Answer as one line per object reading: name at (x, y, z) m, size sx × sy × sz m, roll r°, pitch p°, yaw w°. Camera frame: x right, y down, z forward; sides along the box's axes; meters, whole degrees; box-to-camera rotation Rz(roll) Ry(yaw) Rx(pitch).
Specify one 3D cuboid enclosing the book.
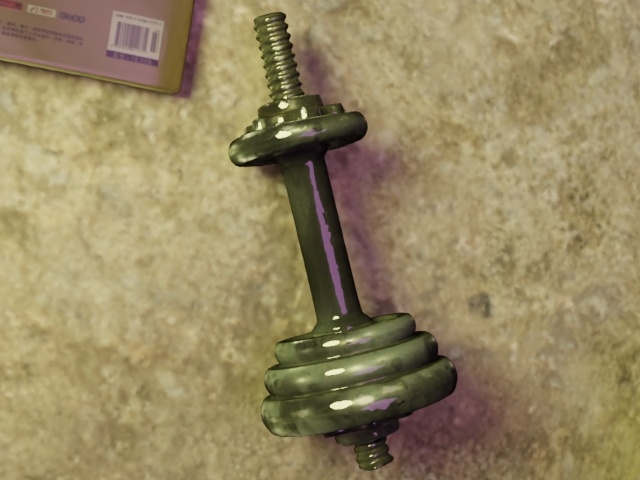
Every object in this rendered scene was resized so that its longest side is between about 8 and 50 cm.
book at (-0.128, -0.188, 0.615) m, size 0.138 × 0.016 × 0.199 m, roll 10°, pitch 87°, yaw -20°

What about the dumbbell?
dumbbell at (0.000, 0.000, 0.626) m, size 0.110 × 0.110 × 0.255 m, roll -14°, pitch 88°, yaw -20°
